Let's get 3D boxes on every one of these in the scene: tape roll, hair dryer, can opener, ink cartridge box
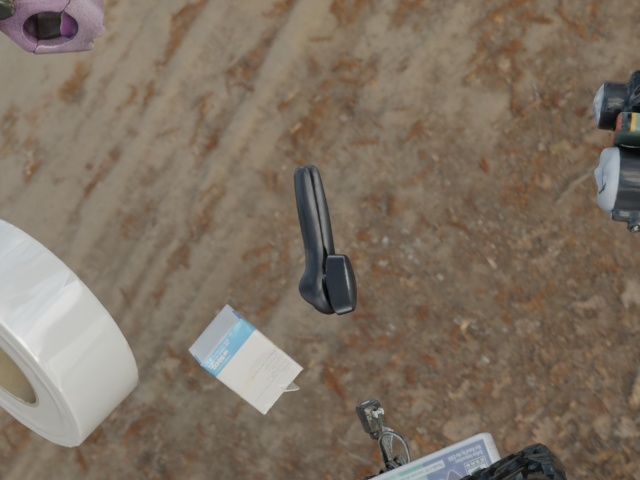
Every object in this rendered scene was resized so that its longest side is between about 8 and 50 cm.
[{"bbox_3d":[-0.350,0.107,1.258,0.286,0.286,0.100,15,50,40],"label":"tape roll"},{"bbox_3d":[0.088,0.393,1.564,0.080,0.294,0.223,-10,12,-6],"label":"hair dryer"},{"bbox_3d":[0.000,0.000,1.297,0.073,0.059,0.186,-13,86,16],"label":"can opener"},{"bbox_3d":[-0.102,0.178,1.562,0.090,0.143,0.092,-50,20,-5],"label":"ink cartridge box"}]

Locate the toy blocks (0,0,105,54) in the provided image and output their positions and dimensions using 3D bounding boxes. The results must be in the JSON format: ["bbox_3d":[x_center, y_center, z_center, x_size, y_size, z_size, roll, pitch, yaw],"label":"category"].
[{"bbox_3d":[-0.117,-0.322,0.887,0.288,0.260,0.309,-36,52,42],"label":"toy blocks"}]

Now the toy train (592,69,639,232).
[{"bbox_3d":[0.442,-0.083,1.088,0.333,0.142,0.190,8,70,8],"label":"toy train"}]

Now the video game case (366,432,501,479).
[{"bbox_3d":[0.082,0.278,0.879,0.201,0.023,0.183,-28,70,22],"label":"video game case"}]

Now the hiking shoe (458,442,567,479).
[{"bbox_3d":[0.102,0.217,0.538,0.113,0.132,0.304,-29,11,18],"label":"hiking shoe"}]
